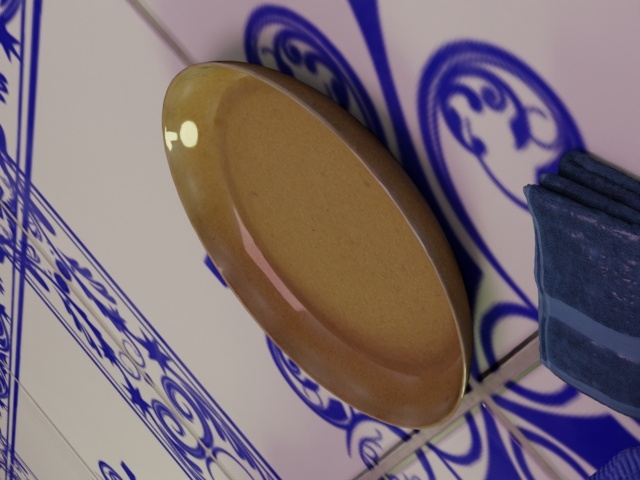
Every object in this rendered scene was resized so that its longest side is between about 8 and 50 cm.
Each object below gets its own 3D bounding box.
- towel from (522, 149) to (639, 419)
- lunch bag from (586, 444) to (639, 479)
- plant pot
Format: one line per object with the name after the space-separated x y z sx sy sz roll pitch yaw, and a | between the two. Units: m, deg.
0.118 0.024 0.500 0.067 0.029 0.119 31 147 36 | towel
0.166 0.292 0.398 0.328 0.239 0.385 -99 -3 -45 | lunch bag
0.000 0.000 0.664 0.236 0.032 0.236 38 151 26 | plant pot
